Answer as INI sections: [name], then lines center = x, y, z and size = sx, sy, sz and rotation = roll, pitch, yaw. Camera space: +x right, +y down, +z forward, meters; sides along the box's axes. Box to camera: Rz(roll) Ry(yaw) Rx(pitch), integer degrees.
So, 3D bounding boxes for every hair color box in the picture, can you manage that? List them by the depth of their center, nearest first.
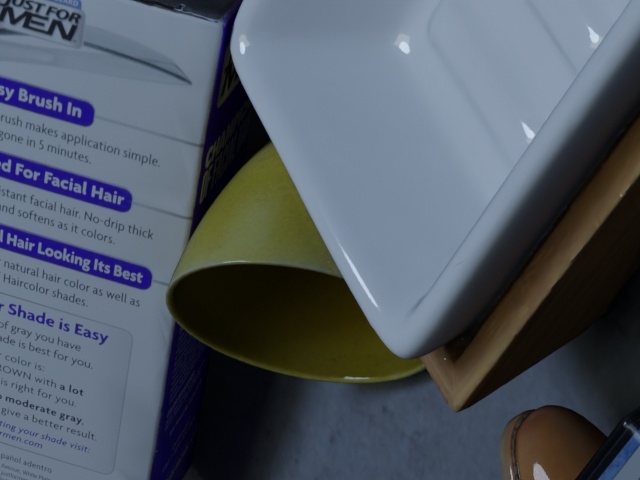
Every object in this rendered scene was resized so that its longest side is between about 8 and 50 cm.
[hair color box]
center = -0.146, -0.010, 1.003
size = 0.185, 0.110, 0.338
rotation = 17, 123, 8

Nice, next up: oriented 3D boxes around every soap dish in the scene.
[soap dish]
center = 0.093, -0.107, 0.778
size = 0.291, 0.118, 0.229
rotation = -57, 47, 37

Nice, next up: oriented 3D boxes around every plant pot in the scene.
[plant pot]
center = 0.000, 0.000, 0.917
size = 0.134, 0.134, 0.095
rotation = -24, 47, 52

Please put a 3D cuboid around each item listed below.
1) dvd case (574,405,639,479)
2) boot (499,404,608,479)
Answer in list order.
[dvd case]
center = 0.163, 0.204, 0.686
size = 0.253, 0.022, 0.180
rotation = 47, 136, 20
[boot]
center = 0.165, 0.108, 0.723
size = 0.197, 0.073, 0.152
rotation = 53, 133, 24
